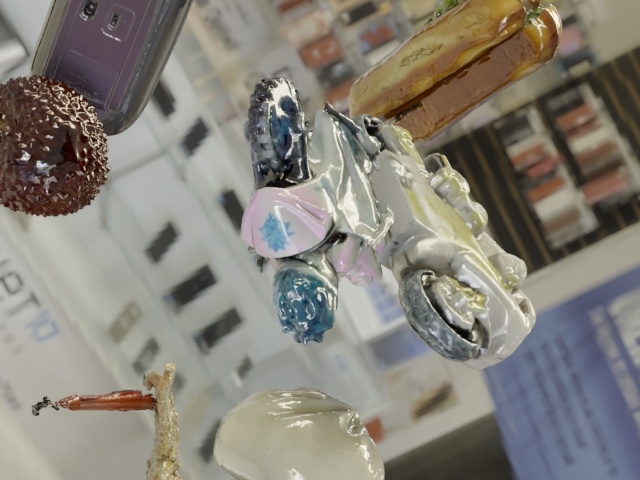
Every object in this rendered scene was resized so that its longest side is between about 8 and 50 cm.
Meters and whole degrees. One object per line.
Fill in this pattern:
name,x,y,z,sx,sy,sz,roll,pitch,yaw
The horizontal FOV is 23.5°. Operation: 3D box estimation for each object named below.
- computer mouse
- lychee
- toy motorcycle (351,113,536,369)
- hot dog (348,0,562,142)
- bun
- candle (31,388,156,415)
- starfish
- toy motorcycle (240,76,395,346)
computer mouse,-0.188,-0.199,1.394,0.120,0.232,0.057,25,35,-3
lychee,-0.243,-0.076,1.328,0.123,0.123,0.129,-106,171,-49
toy motorcycle,0.125,0.013,1.507,0.223,0.108,0.340,32,27,-36
hot dog,0.159,-0.213,1.786,0.135,0.337,0.100,19,61,-25
bun,-0.013,0.205,1.496,0.173,0.120,0.173,29,-11,6
candle,-0.250,0.178,1.694,0.167,0.021,0.026,4,88,-46
starfish,-0.171,0.256,1.701,0.231,0.048,0.295,-114,-157,-75
toy motorcycle,-0.006,0.001,1.256,0.239,0.108,0.204,29,53,-45
